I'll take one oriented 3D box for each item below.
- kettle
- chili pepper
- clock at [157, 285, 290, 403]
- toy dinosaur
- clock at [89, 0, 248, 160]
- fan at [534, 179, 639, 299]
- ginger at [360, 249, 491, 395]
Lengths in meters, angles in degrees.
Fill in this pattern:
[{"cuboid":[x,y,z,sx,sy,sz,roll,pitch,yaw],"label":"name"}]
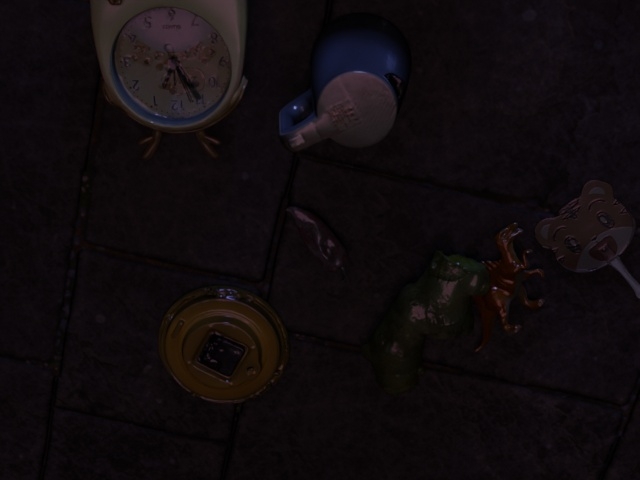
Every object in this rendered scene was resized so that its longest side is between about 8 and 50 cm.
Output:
[{"cuboid":[0.030,-0.219,1.712,0.211,0.243,0.160,-20,111,14],"label":"kettle"},{"cuboid":[0.000,0.000,1.922,0.050,0.041,0.153,-38,91,-2],"label":"chili pepper"},{"cuboid":[-0.170,0.191,2.010,0.237,0.057,0.237,1,113,3],"label":"clock"},{"cuboid":[0.292,0.086,1.936,0.142,0.057,0.212,45,108,-3],"label":"toy dinosaur"},{"cuboid":[-0.224,-0.272,1.783,0.235,0.096,0.308,1,114,2],"label":"clock"},{"cuboid":[0.470,0.014,1.916,0.152,0.008,0.226,-40,106,17],"label":"fan"},{"cuboid":[0.177,0.141,1.951,0.137,0.089,0.290,32,110,-26],"label":"ginger"}]
